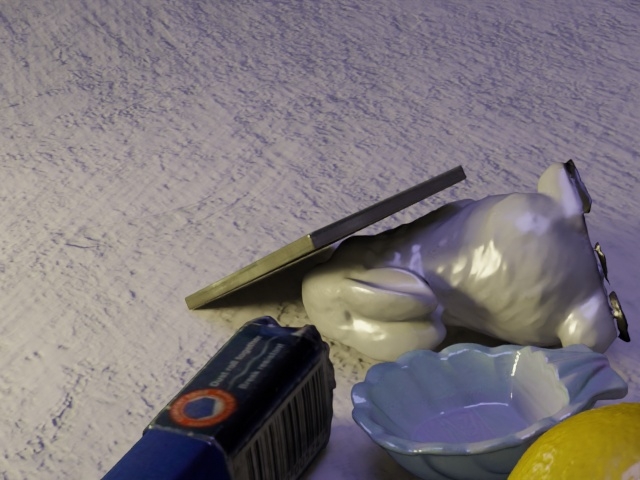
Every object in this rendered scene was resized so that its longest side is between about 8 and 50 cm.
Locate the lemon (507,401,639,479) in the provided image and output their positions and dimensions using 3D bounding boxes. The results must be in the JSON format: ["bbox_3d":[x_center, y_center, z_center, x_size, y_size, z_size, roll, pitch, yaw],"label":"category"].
[{"bbox_3d":[0.260,0.259,1.434,0.240,0.240,0.219,-26,17,-36],"label":"lemon"}]

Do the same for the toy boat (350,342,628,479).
[{"bbox_3d":[0.173,0.184,1.706,0.290,0.100,0.199,-13,31,-15],"label":"toy boat"}]

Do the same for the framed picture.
[{"bbox_3d":[0.000,0.000,1.950,0.240,0.020,0.324,-25,-1,-35],"label":"framed picture"}]

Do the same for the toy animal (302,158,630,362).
[{"bbox_3d":[0.155,0.050,1.890,0.357,0.194,0.258,-15,39,4],"label":"toy animal"}]

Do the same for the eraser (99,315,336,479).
[{"bbox_3d":[-0.097,0.218,1.621,0.102,0.155,0.332,10,33,27],"label":"eraser"}]
